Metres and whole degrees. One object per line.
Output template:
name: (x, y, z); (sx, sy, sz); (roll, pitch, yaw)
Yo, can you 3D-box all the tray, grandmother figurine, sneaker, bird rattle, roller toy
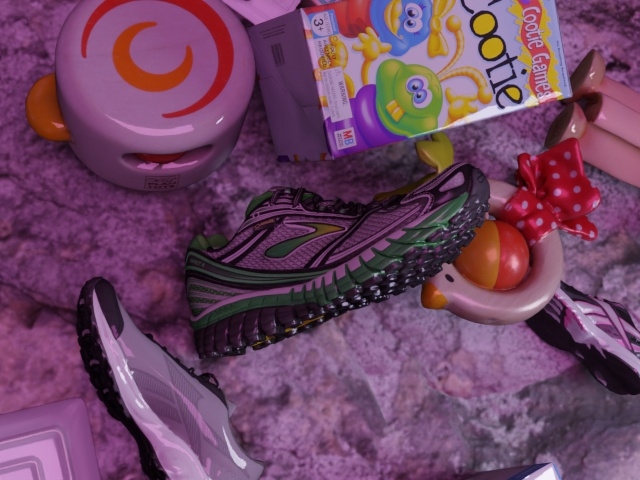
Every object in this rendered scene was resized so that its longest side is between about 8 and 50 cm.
tray: (-0.350, 0.253, 1.018); (0.270, 0.030, 0.145); (-12, 85, -13)
grandmother figurine: (0.430, -0.077, 1.189); (0.342, 0.104, 0.207); (23, 87, -4)
sneaker: (0.297, 0.089, 1.162); (0.178, 0.072, 0.077); (44, 54, -1)
bird rattle: (0.180, -0.006, 1.110); (0.254, 0.143, 0.206); (11, 64, -20)
sneaker: (0.000, 0.000, 1.005); (0.344, 0.134, 0.146); (-23, 80, 25)
sneaker: (-0.155, 0.152, 1.046); (0.108, 0.100, 0.271); (-32, 95, -23)
roller toy: (-0.168, -0.150, 1.053); (0.191, 0.146, 0.209); (38, 67, 3)

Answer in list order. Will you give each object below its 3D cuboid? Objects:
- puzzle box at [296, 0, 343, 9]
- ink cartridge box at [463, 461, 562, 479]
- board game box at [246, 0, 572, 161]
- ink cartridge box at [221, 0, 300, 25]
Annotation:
puzzle box: (0.117, -0.399, 1.196); (0.272, 0.052, 0.409); (43, 77, -2)
ink cartridge box: (0.180, 0.289, 1.068); (0.090, 0.143, 0.092); (-21, 86, -31)
board game box: (0.090, -0.178, 1.052); (0.275, 0.144, 0.142); (-17, 100, -22)
ink cartridge box: (-0.060, -0.315, 1.098); (0.145, 0.045, 0.179); (34, 79, -8)
